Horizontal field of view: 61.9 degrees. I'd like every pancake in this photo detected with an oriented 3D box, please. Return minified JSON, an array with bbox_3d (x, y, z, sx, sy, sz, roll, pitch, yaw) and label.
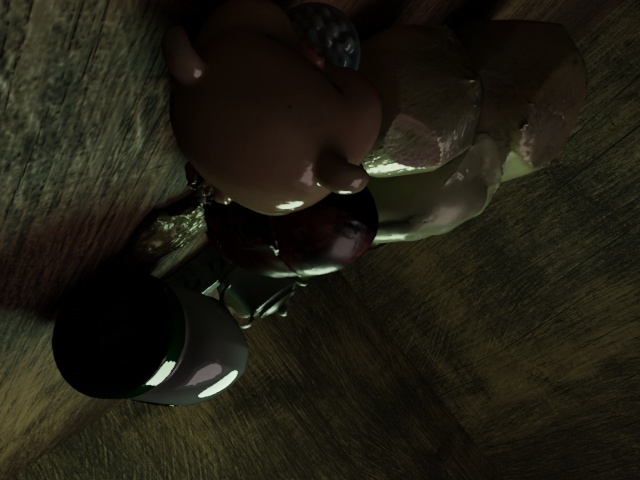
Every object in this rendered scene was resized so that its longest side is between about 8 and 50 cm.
[{"bbox_3d":[-0.226,-0.035,0.925,0.235,0.029,0.212,-35,173,-27],"label":"pancake"}]

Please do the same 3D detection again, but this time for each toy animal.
[{"bbox_3d":[-0.062,-0.120,0.560,0.221,0.209,0.230,-47,-164,44],"label":"toy animal"}]

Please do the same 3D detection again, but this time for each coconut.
[{"bbox_3d":[0.136,-0.207,0.793,0.230,0.227,0.227,-4,-161,42],"label":"coconut"},{"bbox_3d":[0.361,-0.297,1.107,0.352,0.353,0.352,-38,173,-5],"label":"coconut"}]

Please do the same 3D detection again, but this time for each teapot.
[{"bbox_3d":[-0.130,0.117,1.220,0.239,0.149,0.162,-30,170,-47],"label":"teapot"}]

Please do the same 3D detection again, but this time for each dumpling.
[{"bbox_3d":[0.175,-0.073,1.049,0.394,0.233,0.315,-21,144,28],"label":"dumpling"}]

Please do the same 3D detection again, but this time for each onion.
[{"bbox_3d":[-0.046,-0.047,0.786,0.221,0.280,0.281,-63,175,-5],"label":"onion"}]

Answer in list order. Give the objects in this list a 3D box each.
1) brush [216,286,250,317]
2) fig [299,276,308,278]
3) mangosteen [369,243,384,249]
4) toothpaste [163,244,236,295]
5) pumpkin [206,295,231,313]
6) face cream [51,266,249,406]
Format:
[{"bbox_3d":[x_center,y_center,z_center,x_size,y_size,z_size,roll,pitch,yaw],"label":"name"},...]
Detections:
[{"bbox_3d":[-0.160,0.079,1.505,0.166,0.174,0.267,-12,140,-57],"label":"brush"},{"bbox_3d":[0.000,0.000,1.359,0.235,0.203,0.203,0,-173,20],"label":"fig"},{"bbox_3d":[0.138,-0.092,1.714,0.228,0.228,0.265,-39,142,3],"label":"mangosteen"},{"bbox_3d":[-0.245,0.061,1.228,0.336,0.081,0.067,-38,173,-2],"label":"toothpaste"},{"bbox_3d":[-0.357,0.268,1.497,0.249,0.216,0.250,-15,140,-13],"label":"pumpkin"},{"bbox_3d":[-0.298,0.191,0.998,0.357,0.312,0.220,62,37,-69],"label":"face cream"}]
